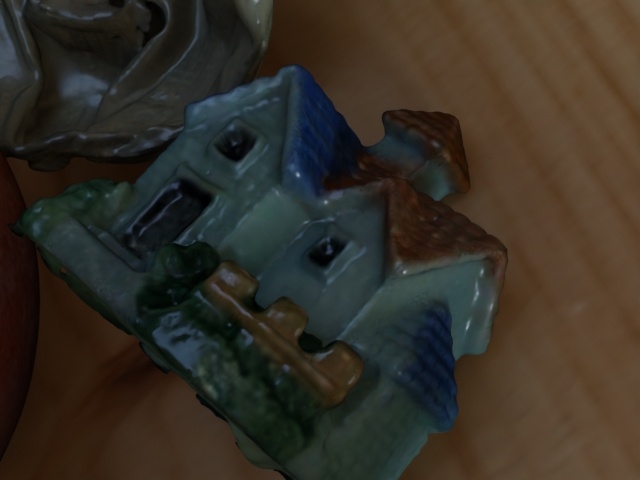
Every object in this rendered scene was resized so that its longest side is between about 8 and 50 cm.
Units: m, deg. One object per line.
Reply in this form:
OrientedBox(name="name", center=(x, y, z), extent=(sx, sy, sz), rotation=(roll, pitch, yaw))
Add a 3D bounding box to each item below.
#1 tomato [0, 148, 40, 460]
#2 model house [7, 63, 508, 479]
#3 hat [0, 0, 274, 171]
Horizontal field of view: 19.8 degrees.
OrientedBox(name="tomato", center=(-0.228, 0.027, 0.697), extent=(0.270, 0.227, 0.270), rotation=(-4, 84, 38))
OrientedBox(name="model house", center=(0.000, 0.000, 0.644), extent=(0.148, 0.119, 0.148), rotation=(-47, 47, -10))
OrientedBox(name="hat", center=(-0.077, -0.141, 0.808), extent=(0.214, 0.149, 0.244), rotation=(8, 28, 23))
